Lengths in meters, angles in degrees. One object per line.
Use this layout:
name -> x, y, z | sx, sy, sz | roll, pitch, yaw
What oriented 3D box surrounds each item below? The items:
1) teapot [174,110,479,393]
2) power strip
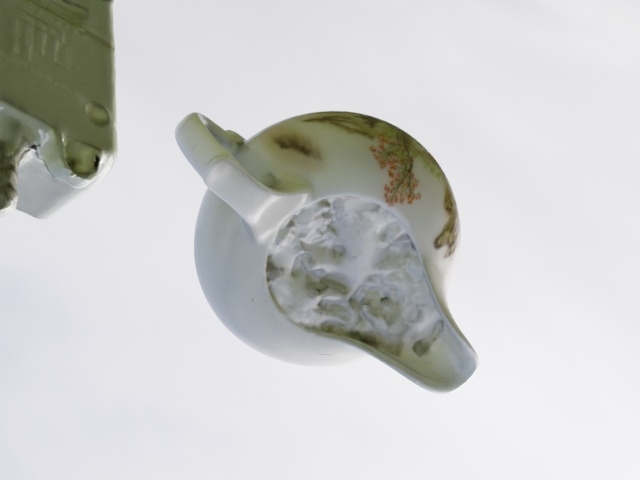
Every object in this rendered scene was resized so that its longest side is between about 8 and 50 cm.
teapot -> 0.000, 0.000, 1.123 | 0.298, 0.204, 0.139 | 35, -164, -26
power strip -> -0.150, -0.140, 0.716 | 0.098, 0.058, 0.338 | 28, -139, -38
